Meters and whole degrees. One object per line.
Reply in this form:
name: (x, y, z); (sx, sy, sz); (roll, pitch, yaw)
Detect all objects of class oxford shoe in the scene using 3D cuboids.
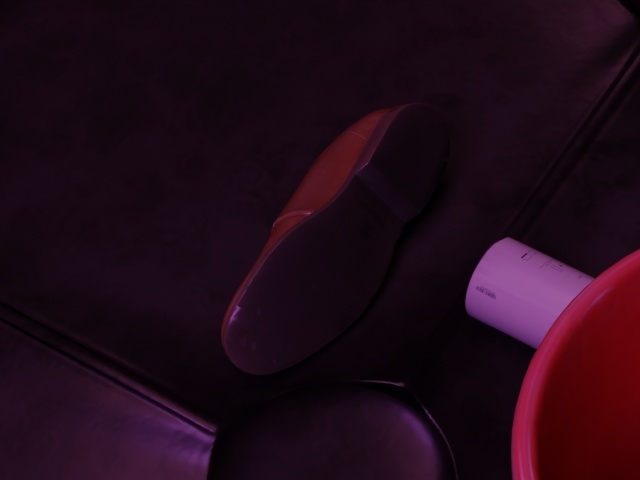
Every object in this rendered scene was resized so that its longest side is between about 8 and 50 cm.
oxford shoe: (0.000, 0.000, 0.925); (0.076, 0.076, 0.212); (3, 47, 52)

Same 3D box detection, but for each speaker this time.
speaker: (0.155, 0.049, 0.851); (0.136, 0.055, 0.055); (27, 60, 28)

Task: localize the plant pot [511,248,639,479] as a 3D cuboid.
plant pot: (0.219, 0.161, 0.612); (0.275, 0.243, 0.275); (-6, 43, 5)
